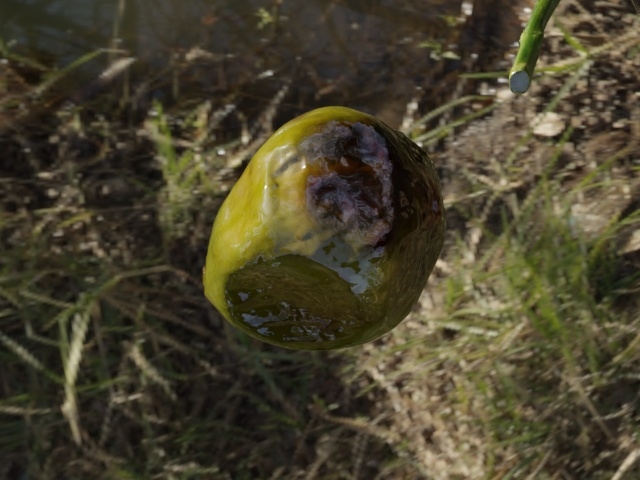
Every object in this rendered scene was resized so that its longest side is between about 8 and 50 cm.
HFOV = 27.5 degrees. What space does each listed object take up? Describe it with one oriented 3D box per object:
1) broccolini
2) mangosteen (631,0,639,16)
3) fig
[{"bbox_3d":[0.185,-0.197,1.065,0.051,0.239,0.054,19,138,11],"label":"broccolini"},{"bbox_3d":[0.227,-0.138,0.516,0.243,0.243,0.243,3,96,30],"label":"mangosteen"},{"bbox_3d":[0.000,0.000,0.817,0.165,0.144,0.154,-43,35,20],"label":"fig"}]
